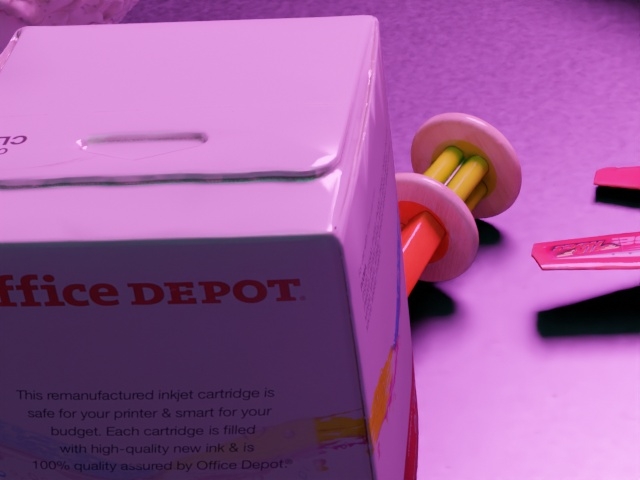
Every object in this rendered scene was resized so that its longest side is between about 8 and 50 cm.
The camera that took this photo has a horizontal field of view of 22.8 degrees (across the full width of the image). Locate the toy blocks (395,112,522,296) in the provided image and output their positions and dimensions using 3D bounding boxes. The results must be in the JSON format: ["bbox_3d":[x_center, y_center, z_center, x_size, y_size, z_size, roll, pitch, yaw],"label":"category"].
[{"bbox_3d":[0.000,0.000,0.656,0.123,0.054,0.148,13,41,27],"label":"toy blocks"}]

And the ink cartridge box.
[{"bbox_3d":[-0.039,0.032,0.515,0.128,0.176,0.127,-1,37,9],"label":"ink cartridge box"}]

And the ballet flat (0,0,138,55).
[{"bbox_3d":[-0.267,-0.085,0.786,0.408,0.147,0.147,-9,36,2],"label":"ballet flat"}]

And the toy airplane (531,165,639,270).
[{"bbox_3d":[0.156,-0.008,0.660,0.151,0.028,0.151,-4,36,3],"label":"toy airplane"}]
